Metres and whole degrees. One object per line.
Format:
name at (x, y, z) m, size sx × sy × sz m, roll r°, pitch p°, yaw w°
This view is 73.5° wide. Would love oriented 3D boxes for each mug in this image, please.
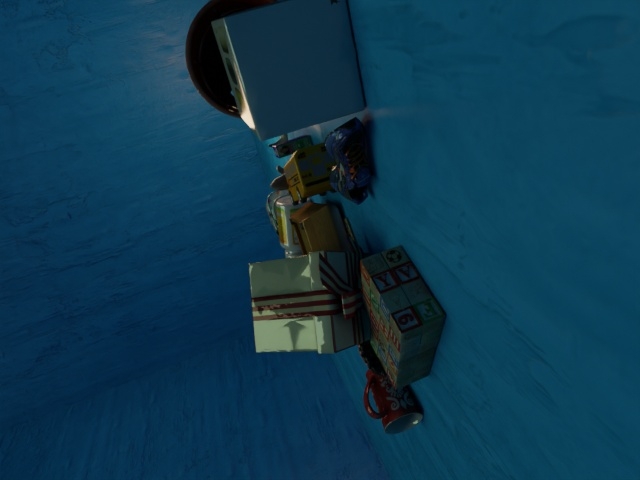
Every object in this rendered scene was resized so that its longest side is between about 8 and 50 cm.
mug at (0.190, 0.426, 1.192) m, size 0.150 × 0.113 × 0.169 m, roll 42°, pitch -162°, yaw -43°

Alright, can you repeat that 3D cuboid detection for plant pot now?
plant pot at (-0.174, -0.438, 1.086) m, size 0.265 × 0.273 × 0.272 m, roll -112°, pitch 4°, yaw -77°

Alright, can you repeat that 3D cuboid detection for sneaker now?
sneaker at (0.067, -0.149, 0.832) m, size 0.087 × 0.083 × 0.221 m, roll 51°, pitch 169°, yaw 25°
sneaker at (0.132, 0.257, 1.242) m, size 0.135 × 0.098 × 0.275 m, roll 76°, pitch 168°, yaw -73°

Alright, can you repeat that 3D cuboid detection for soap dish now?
soap dish at (0.000, 0.000, 1.338) m, size 0.291 × 0.118 × 0.228 m, roll -153°, pitch 43°, yaw -76°

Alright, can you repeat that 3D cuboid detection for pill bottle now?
pill bottle at (-0.097, -0.043, 1.689) m, size 0.136 × 0.137 × 0.245 m, roll -129°, pitch 33°, yaw -65°

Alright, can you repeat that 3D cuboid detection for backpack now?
backpack at (-0.143, -0.131, 1.818) m, size 0.144 × 0.166 × 0.188 m, roll 104°, pitch 142°, yaw -73°

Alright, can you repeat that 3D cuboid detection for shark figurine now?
shark figurine at (-0.082, -0.278, 1.451) m, size 0.116 × 0.167 × 0.278 m, roll 121°, pitch 152°, yaw -47°

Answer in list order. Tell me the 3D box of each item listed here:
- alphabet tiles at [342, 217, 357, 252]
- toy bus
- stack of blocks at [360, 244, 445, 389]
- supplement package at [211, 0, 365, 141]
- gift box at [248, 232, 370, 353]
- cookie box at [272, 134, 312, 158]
alphabet tiles at (0.099, 0.055, 1.273) m, size 0.198 × 0.009 × 0.237 m, roll 151°, pitch 98°, yaw -81°
toy bus at (-0.034, -0.180, 1.225) m, size 0.333 × 0.108 × 0.130 m, roll -164°, pitch 55°, yaw -79°
stack of blocks at (0.160, 0.171, 0.894) m, size 0.297 × 0.087 × 0.171 m, roll 81°, pitch 166°, yaw -52°
supplement package at (-0.070, -0.332, 0.802) m, size 0.262 × 0.198 × 0.199 m, roll -125°, pitch 18°, yaw -59°
gift box at (-0.009, 0.128, 1.046) m, size 0.255 × 0.259 × 0.275 m, roll -4°, pitch -93°, yaw -61°
cookie box at (-0.085, -0.286, 1.305) m, size 0.092 × 0.107 × 0.040 m, roll -134°, pitch 24°, yaw -71°
